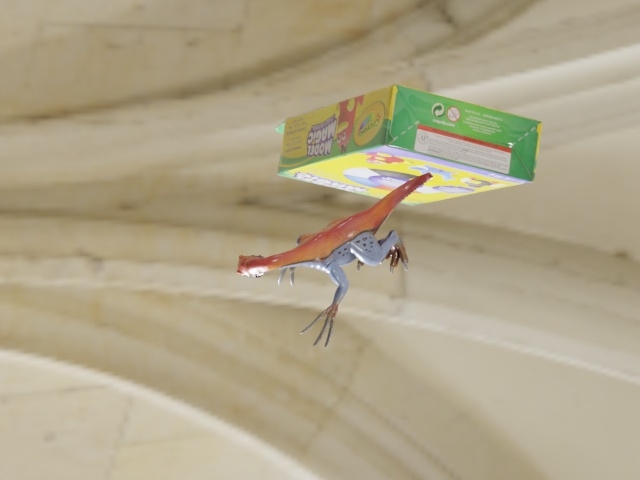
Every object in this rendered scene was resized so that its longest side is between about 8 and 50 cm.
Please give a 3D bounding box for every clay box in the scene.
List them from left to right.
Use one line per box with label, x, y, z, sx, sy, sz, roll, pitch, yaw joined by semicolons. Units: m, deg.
clay box;0.058;-0.068;1.534;0.222;0.127;0.053;-13;-113;65

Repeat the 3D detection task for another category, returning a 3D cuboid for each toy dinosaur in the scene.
toy dinosaur;0.000;0.000;0.909;0.047;0.082;0.090;20;-86;38
